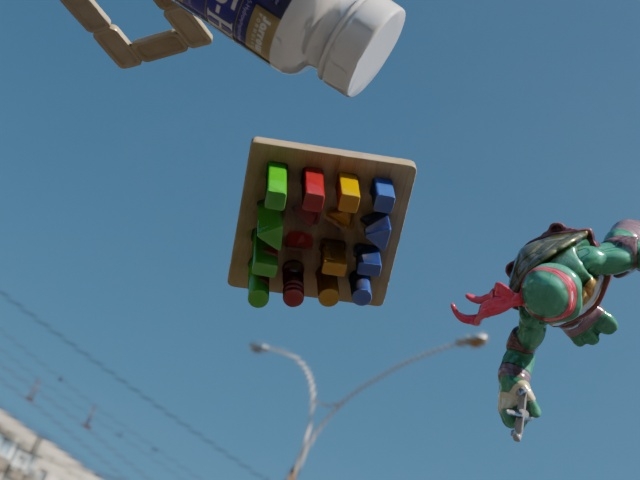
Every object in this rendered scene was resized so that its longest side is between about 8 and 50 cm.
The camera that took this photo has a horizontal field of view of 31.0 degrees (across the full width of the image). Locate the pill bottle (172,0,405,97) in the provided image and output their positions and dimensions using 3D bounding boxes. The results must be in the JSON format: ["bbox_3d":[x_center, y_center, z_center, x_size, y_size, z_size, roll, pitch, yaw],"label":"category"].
[{"bbox_3d":[-0.030,-0.201,0.939,0.186,0.112,0.112,35,-27,11],"label":"pill bottle"}]

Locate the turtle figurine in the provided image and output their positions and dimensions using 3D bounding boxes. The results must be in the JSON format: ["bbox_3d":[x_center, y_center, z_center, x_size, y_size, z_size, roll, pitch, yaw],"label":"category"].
[{"bbox_3d":[0.188,0.043,0.820,0.175,0.234,0.118,-33,-97,23],"label":"turtle figurine"}]

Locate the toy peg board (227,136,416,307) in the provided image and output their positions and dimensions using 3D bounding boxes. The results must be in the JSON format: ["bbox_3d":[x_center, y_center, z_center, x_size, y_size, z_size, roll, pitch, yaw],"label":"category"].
[{"bbox_3d":[0.000,0.000,1.106,0.160,0.079,0.161,8,-61,-7],"label":"toy peg board"}]

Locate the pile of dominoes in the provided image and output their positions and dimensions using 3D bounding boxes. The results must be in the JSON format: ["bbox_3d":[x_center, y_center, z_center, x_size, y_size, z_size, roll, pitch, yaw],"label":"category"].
[{"bbox_3d":[-0.176,-0.278,1.105,0.195,0.040,0.251,-10,-36,24],"label":"pile of dominoes"}]
